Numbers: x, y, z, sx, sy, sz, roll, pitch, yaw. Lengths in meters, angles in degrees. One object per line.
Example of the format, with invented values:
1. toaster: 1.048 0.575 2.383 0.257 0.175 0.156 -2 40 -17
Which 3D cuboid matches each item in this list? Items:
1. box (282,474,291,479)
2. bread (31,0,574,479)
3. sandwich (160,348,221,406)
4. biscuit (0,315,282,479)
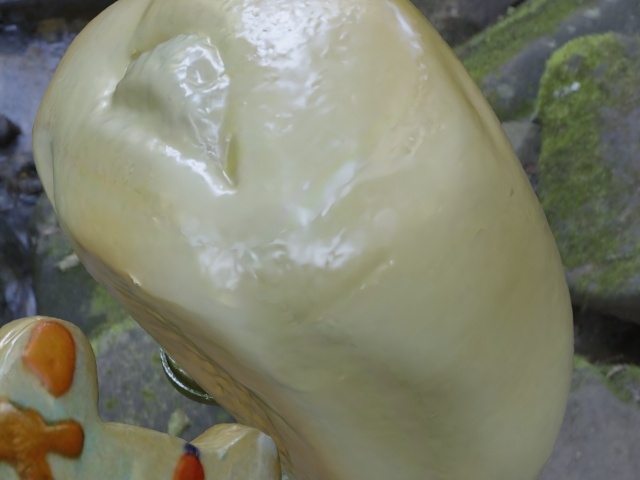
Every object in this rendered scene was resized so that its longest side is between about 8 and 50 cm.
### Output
1. box: 0.007 0.376 1.224 0.069 0.120 0.224 -21 85 -30
2. bread: 0.000 0.000 0.713 0.253 0.376 0.348 -46 40 -11
3. sandwich: -0.101 0.119 0.992 0.135 0.029 0.067 18 46 28
4. biscuit: -0.103 0.103 0.373 0.030 0.234 0.153 -13 54 39
